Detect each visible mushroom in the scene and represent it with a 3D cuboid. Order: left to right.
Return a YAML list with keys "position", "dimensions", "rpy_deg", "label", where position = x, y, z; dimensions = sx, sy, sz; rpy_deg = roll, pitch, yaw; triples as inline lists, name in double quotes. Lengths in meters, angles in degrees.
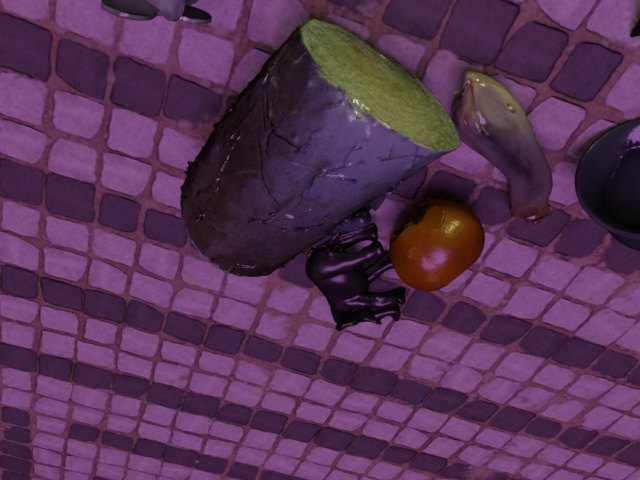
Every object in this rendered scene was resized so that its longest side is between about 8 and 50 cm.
- position: [0.267, -0.125, 0.841]
  dimensions: [0.096, 0.099, 0.278]
  rpy_deg: [-25, 127, 30]
  label: "mushroom"

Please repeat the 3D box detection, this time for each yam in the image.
- position: [-0.023, -0.112, 0.780]
  dimensions: [0.241, 0.241, 0.348]
  rpy_deg: [36, 127, -23]
  label: "yam"

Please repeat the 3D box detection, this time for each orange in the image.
- position: [0.178, 0.003, 0.926]
  dimensions: [0.134, 0.154, 0.155]
  rpy_deg: [49, 129, 19]
  label: "orange"

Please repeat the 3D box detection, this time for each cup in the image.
- position: [0.479, -0.055, 0.842]
  dimensions: [0.199, 0.199, 0.150]
  rpy_deg: [-19, 143, 20]
  label: "cup"

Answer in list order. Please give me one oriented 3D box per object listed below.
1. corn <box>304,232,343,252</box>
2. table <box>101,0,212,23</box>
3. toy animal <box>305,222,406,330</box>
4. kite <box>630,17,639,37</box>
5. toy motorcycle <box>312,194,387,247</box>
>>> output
- position: [0.000, 0.000, 1.010]
  dimensions: [0.083, 0.027, 0.028]
  rpy_deg: [-21, 141, 19]
  label: "corn"
- position: [-0.185, -0.363, 0.650]
  dimensions: [0.166, 0.167, 0.198]
  rpy_deg: [15, 122, -7]
  label: "table"
- position: [0.063, 0.070, 1.016]
  dimensions: [0.146, 0.115, 0.245]
  rpy_deg: [-24, 119, 12]
  label: "toy animal"
- position: [0.430, -0.228, 0.659]
  dimensions: [0.009, 0.232, 0.189]
  rpy_deg: [-42, 124, 5]
  label: "kite"
- position: [0.041, -0.058, 0.894]
  dimensions: [0.061, 0.124, 0.193]
  rpy_deg: [29, 125, -34]
  label: "toy motorcycle"
